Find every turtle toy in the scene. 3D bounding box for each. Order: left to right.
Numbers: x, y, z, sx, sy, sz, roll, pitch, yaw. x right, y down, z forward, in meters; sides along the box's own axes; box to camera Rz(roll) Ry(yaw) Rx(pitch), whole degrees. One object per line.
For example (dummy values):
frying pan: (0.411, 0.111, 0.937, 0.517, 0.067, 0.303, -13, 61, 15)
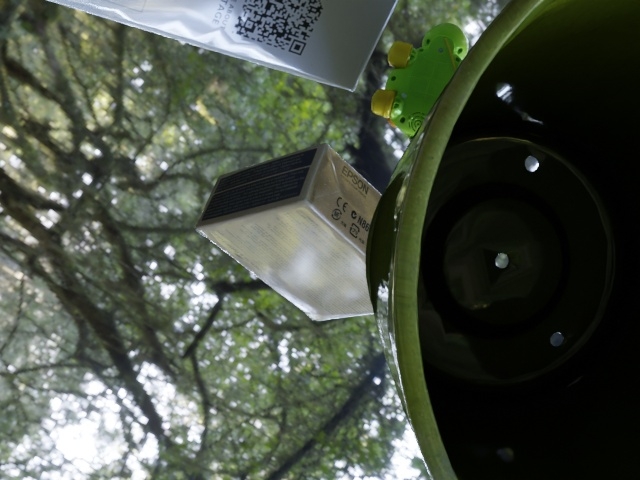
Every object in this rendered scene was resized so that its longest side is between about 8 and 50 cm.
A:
turtle toy: (0.106, -0.148, 0.789, 0.095, 0.066, 0.130, 18, -100, 8)

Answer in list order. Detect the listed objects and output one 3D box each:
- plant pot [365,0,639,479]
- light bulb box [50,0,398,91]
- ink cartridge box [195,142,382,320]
plant pot: (0.181, 0.023, 0.556, 0.367, 0.366, 0.353, -54, -172, -6)
light bulb box: (-0.086, -0.344, 0.584, 0.358, 0.360, 0.225, -62, -147, 28)
ink cartridge box: (0.000, 0.000, 1.015, 0.193, 0.234, 0.088, -10, -129, 43)
